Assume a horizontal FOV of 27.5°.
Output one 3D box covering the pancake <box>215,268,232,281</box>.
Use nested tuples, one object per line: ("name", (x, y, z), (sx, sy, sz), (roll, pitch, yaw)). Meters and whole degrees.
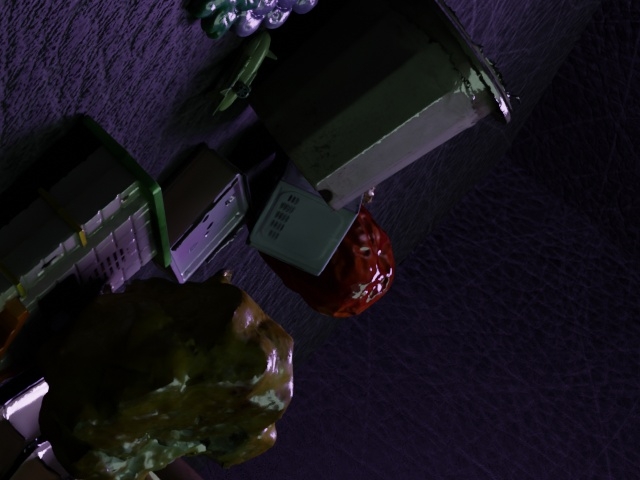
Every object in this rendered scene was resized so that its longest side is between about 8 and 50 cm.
("pancake", (-0.181, 0.087, 2.192), (0.108, 0.017, 0.108), (-51, 171, -12))

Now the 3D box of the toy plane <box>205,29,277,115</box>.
("toy plane", (-0.088, -0.187, 1.477), (0.111, 0.040, 0.102), (-50, -170, 12))

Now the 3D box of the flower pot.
("flower pot", (0.056, -0.189, 1.585), (0.259, 0.290, 0.290), (-37, 171, 4))

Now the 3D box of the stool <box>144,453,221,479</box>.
("stool", (-0.269, 0.353, 2.095), (0.272, 0.178, 0.272), (-34, -166, 10))

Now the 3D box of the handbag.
("handbag", (-0.323, 0.255, 1.784), (0.237, 0.160, 0.358), (-47, 175, 40))

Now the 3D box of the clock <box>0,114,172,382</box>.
("clock", (-0.279, 0.030, 1.291), (0.255, 0.106, 0.220), (-42, 168, -17))

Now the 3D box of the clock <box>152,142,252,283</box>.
("clock", (-0.161, -0.027, 1.670), (0.147, 0.071, 0.192), (-48, 171, -10))

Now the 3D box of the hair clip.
("hair clip", (-0.060, -0.265, 1.320), (0.195, 0.052, 0.124), (-28, 148, -45))

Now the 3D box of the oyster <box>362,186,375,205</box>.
("oyster", (0.069, -0.188, 1.977), (0.341, 0.110, 0.166), (110, 0, -50))

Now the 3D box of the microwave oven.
("microwave oven", (-0.009, -0.085, 1.812), (0.208, 0.122, 0.162), (-74, -170, -46))

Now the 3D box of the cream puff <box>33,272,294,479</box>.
("cream puff", (-0.161, 0.132, 1.325), (0.281, 0.185, 0.282), (-15, 147, -10))

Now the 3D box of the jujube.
("jujube", (0.000, 0.000, 1.981), (0.174, 0.250, 0.174), (-44, 166, -14))
